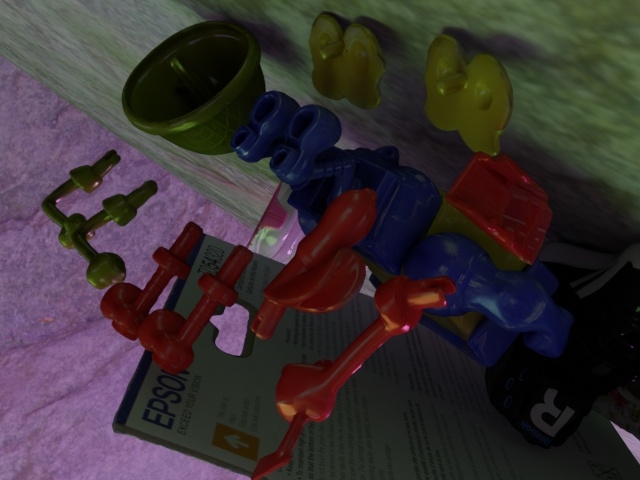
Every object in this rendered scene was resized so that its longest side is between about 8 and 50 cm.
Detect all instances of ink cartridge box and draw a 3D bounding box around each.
[{"bbox_3d":[0.049,0.120,0.573,0.330,0.072,0.324,20,-165,-5],"label":"ink cartridge box"}]

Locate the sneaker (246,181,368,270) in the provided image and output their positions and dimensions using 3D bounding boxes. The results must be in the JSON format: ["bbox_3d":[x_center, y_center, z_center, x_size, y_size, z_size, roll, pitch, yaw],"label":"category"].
[{"bbox_3d":[0.000,0.000,1.058,0.111,0.103,0.252,27,180,18],"label":"sneaker"}]

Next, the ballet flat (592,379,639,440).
[{"bbox_3d":[0.223,0.090,0.596,0.241,0.091,0.077,21,145,50],"label":"ballet flat"}]

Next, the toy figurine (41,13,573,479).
[{"bbox_3d":[0.015,0.012,0.527,0.217,0.191,0.362,35,176,-36],"label":"toy figurine"}]

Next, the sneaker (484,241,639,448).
[{"bbox_3d":[0.162,0.070,0.519,0.079,0.121,0.217,31,176,-8],"label":"sneaker"}]
